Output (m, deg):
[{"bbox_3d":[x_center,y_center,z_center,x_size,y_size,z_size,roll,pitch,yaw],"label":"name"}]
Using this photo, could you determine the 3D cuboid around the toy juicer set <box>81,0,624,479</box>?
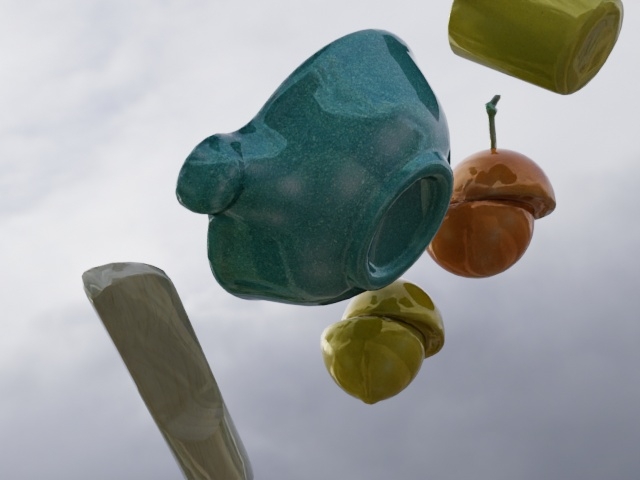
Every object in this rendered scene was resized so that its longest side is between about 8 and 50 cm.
[{"bbox_3d":[0.000,0.000,0.687,0.329,0.089,0.209,-35,-33,-37],"label":"toy juicer set"}]
